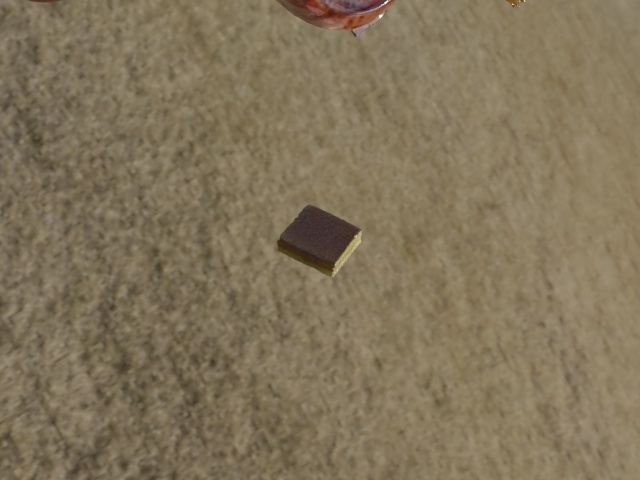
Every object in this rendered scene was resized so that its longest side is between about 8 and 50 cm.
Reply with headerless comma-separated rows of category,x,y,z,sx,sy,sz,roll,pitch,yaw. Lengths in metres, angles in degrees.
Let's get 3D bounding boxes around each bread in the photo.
bread,0.000,0.000,1.584,0.094,0.035,0.090,26,49,17

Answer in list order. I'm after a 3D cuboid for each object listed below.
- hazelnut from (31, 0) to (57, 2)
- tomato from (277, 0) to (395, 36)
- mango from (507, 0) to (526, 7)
hazelnut,-0.378,-0.412,1.564,0.178,0.204,0.178,160,-90,-84
tomato,-0.009,-0.375,1.282,0.309,0.170,0.309,4,73,-14
mango,0.263,-0.394,1.480,0.126,0.154,0.252,34,5,4
